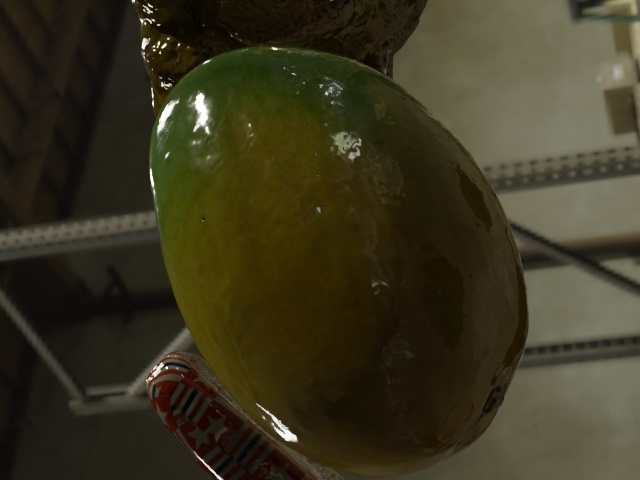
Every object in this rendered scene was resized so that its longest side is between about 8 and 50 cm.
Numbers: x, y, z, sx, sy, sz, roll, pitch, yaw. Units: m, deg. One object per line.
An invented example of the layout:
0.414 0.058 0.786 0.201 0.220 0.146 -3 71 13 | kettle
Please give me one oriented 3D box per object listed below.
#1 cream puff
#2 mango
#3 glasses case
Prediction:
-0.033 -0.163 0.889 0.244 0.196 0.244 -160 90 -78 | cream puff
0.000 0.000 0.521 0.194 0.130 0.092 45 -170 33 | mango
-0.035 0.146 0.855 0.194 0.049 0.073 40 -176 10 | glasses case
